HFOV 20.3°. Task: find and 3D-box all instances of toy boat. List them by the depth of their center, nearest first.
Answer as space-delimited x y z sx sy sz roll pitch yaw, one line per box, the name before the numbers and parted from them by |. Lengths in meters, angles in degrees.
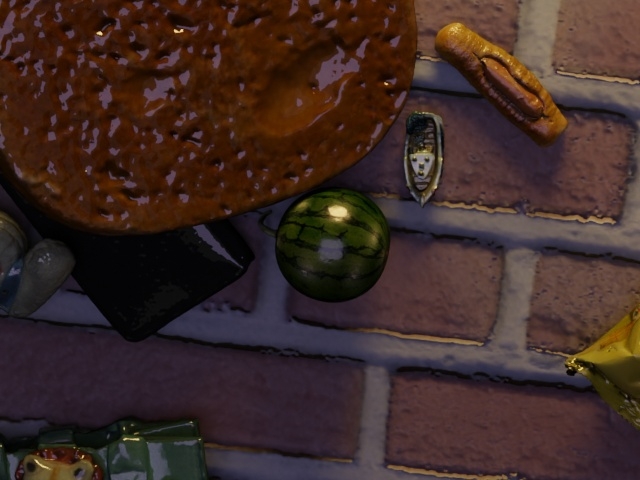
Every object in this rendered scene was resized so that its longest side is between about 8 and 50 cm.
toy boat | 0.087 -0.069 1.512 0.038 0.038 0.083 0 104 3

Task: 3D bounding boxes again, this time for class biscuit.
biscuit | -0.105 -0.168 1.448 0.367 0.063 0.314 -16 107 -9

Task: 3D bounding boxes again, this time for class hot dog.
hot dog | 0.154 -0.133 1.497 0.137 0.028 0.044 44 96 -7

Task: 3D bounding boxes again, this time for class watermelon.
watermelon | 0.005 0.003 1.503 0.109 0.109 0.109 1 105 3

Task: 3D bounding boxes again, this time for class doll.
doll | -0.314 0.012 1.536 0.214 0.071 0.103 10 126 5

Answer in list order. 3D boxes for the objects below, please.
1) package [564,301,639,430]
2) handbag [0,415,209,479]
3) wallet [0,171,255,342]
package | 0.332 0.083 1.512 0.168 0.090 0.226 40 106 -10
handbag | -0.221 0.302 1.594 0.268 0.100 0.274 -3 105 5
wallet | -0.181 -0.040 1.532 0.149 0.044 0.250 -35 101 15
